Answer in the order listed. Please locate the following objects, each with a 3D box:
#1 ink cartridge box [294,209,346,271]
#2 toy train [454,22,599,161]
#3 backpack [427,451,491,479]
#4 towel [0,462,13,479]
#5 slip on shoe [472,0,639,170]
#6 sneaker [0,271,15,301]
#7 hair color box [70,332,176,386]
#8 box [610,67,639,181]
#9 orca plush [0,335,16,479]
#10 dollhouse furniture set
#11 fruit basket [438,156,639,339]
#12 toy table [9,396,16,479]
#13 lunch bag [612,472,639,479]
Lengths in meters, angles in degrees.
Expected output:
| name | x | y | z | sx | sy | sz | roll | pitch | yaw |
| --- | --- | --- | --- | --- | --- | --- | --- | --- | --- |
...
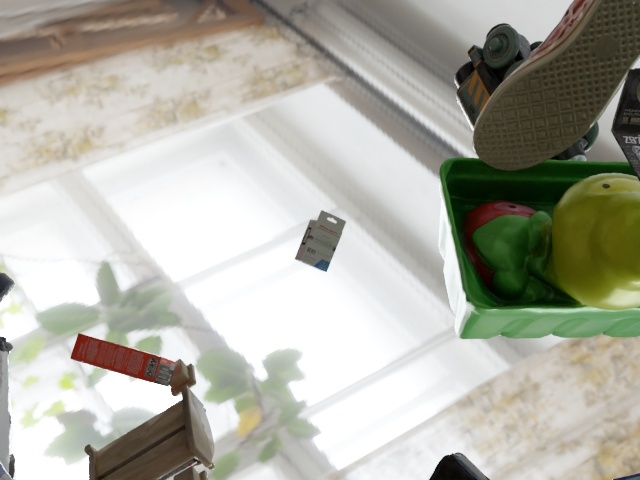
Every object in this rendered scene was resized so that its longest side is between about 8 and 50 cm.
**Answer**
| name | x | y | z | sx | sy | sz | roll | pitch | yaw |
| --- | --- | --- | --- | --- | --- | --- | --- | --- | --- |
| ink cartridge box | 0.000 | 0.000 | 1.637 | 0.028 | 0.048 | 0.083 | 10 | -104 | 67 |
| toy train | 0.339 | -0.221 | 1.883 | 0.190 | 0.142 | 0.334 | -46 | -131 | 32 |
| backpack | 0.246 | 0.451 | 1.959 | 0.105 | 0.084 | 0.114 | 40 | -76 | 30 |
| towel | -0.439 | 0.432 | 1.391 | 0.034 | 0.209 | 0.285 | 31 | -32 | 62 |
| slip on shoe | 0.314 | -0.218 | 1.352 | 0.123 | 0.101 | 0.331 | 35 | -65 | -8 |
| sneaker | -0.624 | 0.091 | 1.861 | 0.131 | 0.112 | 0.319 | 47 | -34 | -14 |
| hair color box | -0.297 | 0.182 | 1.651 | 0.141 | 0.043 | 0.072 | 14 | -10 | 14 |
| box | 0.408 | -0.102 | 1.108 | 0.180 | 0.078 | 0.147 | 9 | -20 | 36 |
| orca plush | -0.522 | 0.274 | 1.607 | 0.151 | 0.102 | 0.287 | 69 | 14 | -73 |
| dollhouse furniture set | -0.270 | 0.407 | 1.651 | 0.174 | 0.303 | 0.356 | 53 | 11 | -32 |
| fruit basket | 0.356 | -0.008 | 1.457 | 0.392 | 0.392 | 0.283 | 112 | -25 | -54 |
| toy table | -0.595 | 0.344 | 1.802 | 0.252 | 0.160 | 0.274 | -165 | -107 | -79 |
| lunch bag | 0.590 | 0.465 | 1.884 | 0.096 | 0.151 | 0.129 | 81 | 3 | -62 |
